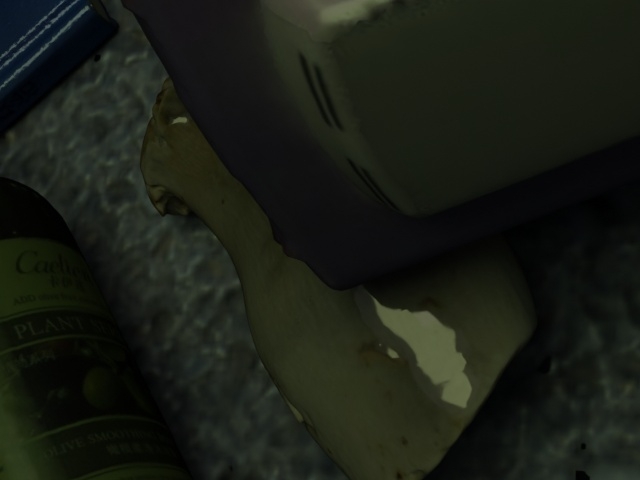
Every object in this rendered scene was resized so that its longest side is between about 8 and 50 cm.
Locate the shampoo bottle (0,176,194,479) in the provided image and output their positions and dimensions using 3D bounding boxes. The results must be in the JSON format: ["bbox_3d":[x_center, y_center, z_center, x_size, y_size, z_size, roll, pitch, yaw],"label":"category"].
[{"bbox_3d":[-0.137,0.048,0.707,0.101,0.101,0.284,-36,61,11],"label":"shampoo bottle"}]

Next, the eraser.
[{"bbox_3d":[-0.148,-0.101,0.805,0.084,0.027,0.063,-39,59,9],"label":"eraser"}]

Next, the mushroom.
[{"bbox_3d":[0.000,0.000,0.663,0.116,0.093,0.225,-50,61,20],"label":"mushroom"}]

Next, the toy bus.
[{"bbox_3d":[0.128,-0.165,0.536,0.440,0.209,0.249,-21,46,11],"label":"toy bus"}]
